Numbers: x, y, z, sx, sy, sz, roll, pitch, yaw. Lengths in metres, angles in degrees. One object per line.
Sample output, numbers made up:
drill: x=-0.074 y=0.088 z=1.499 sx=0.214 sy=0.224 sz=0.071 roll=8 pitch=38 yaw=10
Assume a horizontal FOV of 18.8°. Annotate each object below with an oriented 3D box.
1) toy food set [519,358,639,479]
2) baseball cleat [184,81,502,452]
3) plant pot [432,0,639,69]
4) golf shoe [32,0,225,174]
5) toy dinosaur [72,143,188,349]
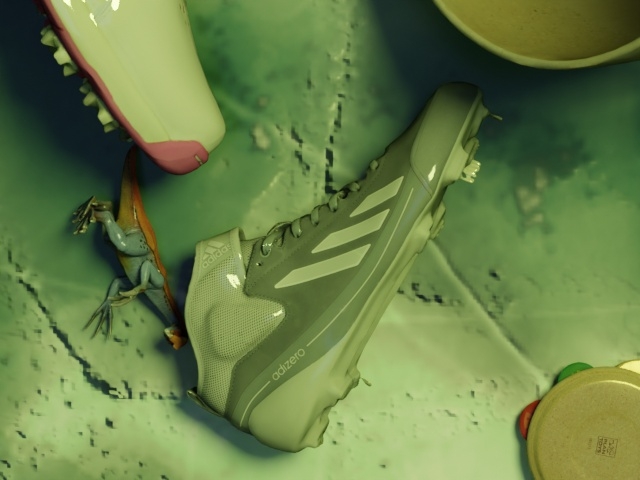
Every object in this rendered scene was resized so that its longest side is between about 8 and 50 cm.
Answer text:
toy food set: x=0.143 y=0.102 z=0.975 sx=0.082 sy=0.020 sz=0.083 roll=-6 pitch=94 yaw=3
baseball cleat: x=0.000 y=0.000 z=0.949 sx=0.109 sy=0.072 sz=0.206 roll=28 pitch=91 yaw=7
plant pot: x=0.177 y=-0.219 z=0.851 sx=0.191 sy=0.284 sz=0.284 roll=-5 pitch=95 yaw=-32
golf shoe: x=-0.101 y=-0.184 z=0.921 sx=0.140 sy=0.115 sz=0.306 roll=-25 pitch=94 yaw=0
toy dinosaur: x=-0.087 y=0.012 z=0.969 sx=0.082 sy=0.047 sz=0.090 roll=40 pitch=84 yaw=-18
